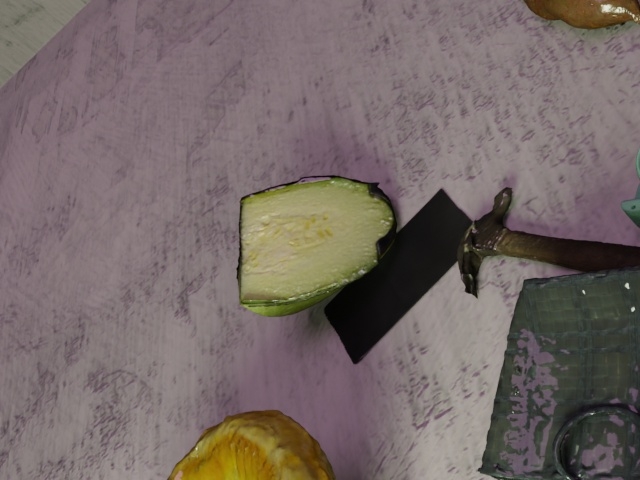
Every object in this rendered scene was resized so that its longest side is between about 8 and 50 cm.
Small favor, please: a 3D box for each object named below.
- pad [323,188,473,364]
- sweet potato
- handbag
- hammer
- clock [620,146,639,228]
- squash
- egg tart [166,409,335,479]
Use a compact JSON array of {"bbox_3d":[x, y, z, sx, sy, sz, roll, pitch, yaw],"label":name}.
[{"bbox_3d":[0.084,0.036,1.153,0.193,0.004,0.116,-47,31,10],"label":"pad"},{"bbox_3d":[0.266,-0.268,1.171,0.068,0.068,0.226,-52,31,-1],"label":"sweet potato"},{"bbox_3d":[0.241,0.108,0.811,0.270,0.089,0.175,-11,59,44],"label":"handbag"},{"bbox_3d":[0.233,0.012,0.963,0.297,0.027,0.125,10,66,55],"label":"hammer"},{"bbox_3d":[0.317,-0.073,0.926,0.101,0.041,0.135,-13,48,46],"label":"clock"},{"bbox_3d":[0.003,0.017,1.230,0.184,0.085,0.192,-11,45,8],"label":"squash"},{"bbox_3d":[-0.064,0.308,0.945,0.319,0.128,0.319,-38,36,34],"label":"egg tart"}]
